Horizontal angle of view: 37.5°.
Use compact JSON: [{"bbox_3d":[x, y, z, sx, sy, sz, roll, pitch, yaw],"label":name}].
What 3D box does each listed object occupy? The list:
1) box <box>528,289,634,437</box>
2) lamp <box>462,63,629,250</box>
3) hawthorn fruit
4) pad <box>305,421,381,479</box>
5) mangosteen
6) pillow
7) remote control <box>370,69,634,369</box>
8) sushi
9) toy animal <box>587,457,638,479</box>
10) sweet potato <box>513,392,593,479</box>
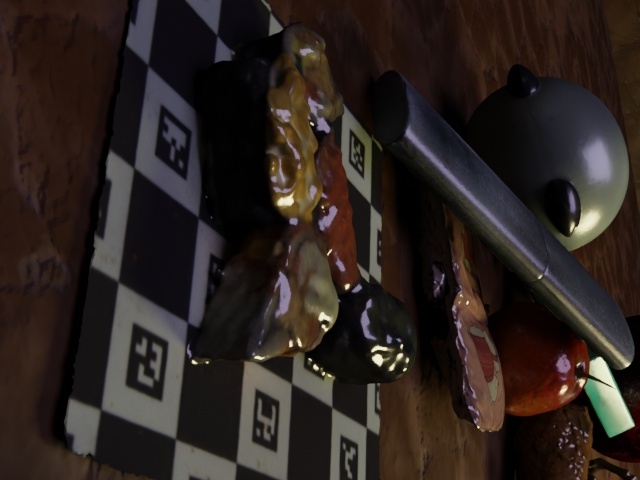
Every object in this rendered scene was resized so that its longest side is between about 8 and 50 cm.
[{"bbox_3d":[0.310,0.114,1.176,0.161,0.042,0.226,53,13,-39],"label":"box"},{"bbox_3d":[0.246,-0.073,1.056,0.244,0.197,0.198,63,26,-71],"label":"lamp"},{"bbox_3d":[0.224,0.121,0.989,0.125,0.140,0.125,22,54,-34],"label":"hawthorn fruit"},{"bbox_3d":[0.035,0.250,0.680,0.243,0.004,0.164,51,39,-49],"label":"pad"},{"bbox_3d":[0.448,0.198,1.411,0.261,0.235,0.235,45,5,32],"label":"mangosteen"},{"bbox_3d":[0.132,0.060,0.905,0.135,0.049,0.248,22,59,-64],"label":"pillow"},{"bbox_3d":[0.180,-0.009,0.885,0.377,0.044,0.107,41,31,-31],"label":"remote control"},{"bbox_3d":[0.000,0.000,0.604,0.359,0.064,0.343,43,43,-55],"label":"sushi"},{"bbox_3d":[0.369,0.381,1.255,0.093,0.186,0.214,-28,87,-34],"label":"toy animal"},{"bbox_3d":[0.268,0.249,1.099,0.341,0.092,0.114,-65,165,-50],"label":"sweet potato"}]
